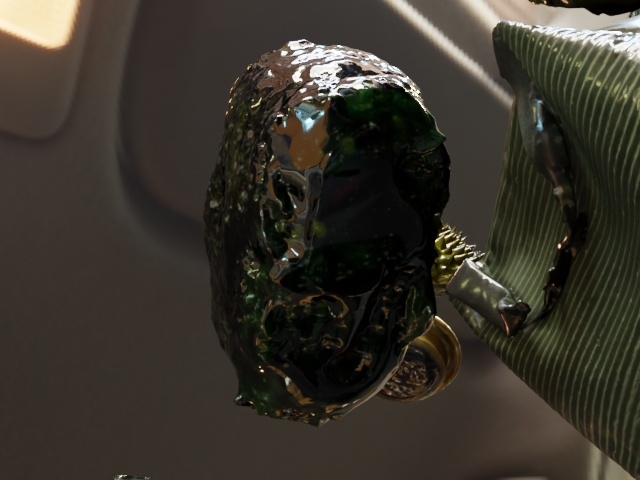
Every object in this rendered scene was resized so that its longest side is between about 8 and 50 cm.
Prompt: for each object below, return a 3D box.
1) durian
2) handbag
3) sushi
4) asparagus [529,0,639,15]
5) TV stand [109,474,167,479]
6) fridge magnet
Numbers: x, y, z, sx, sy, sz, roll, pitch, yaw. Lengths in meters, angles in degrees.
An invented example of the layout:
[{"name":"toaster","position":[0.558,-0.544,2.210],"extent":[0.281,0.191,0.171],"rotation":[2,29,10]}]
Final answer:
[{"name":"durian","position":[0.094,0.014,1.196],"extent":[0.146,0.208,0.103],"rotation":[156,115,-89]},{"name":"handbag","position":[0.241,-0.022,0.934],"extent":[0.247,0.240,0.341],"rotation":[-19,-52,-39]},{"name":"sushi","position":[0.000,0.000,0.781],"extent":[0.127,0.124,0.225],"rotation":[-120,35,-57]},{"name":"asparagus","position":[0.186,-0.201,0.601],"extent":[0.382,0.128,0.108],"rotation":[144,132,-72]},{"name":"TV stand","position":[0.033,0.165,0.611],"extent":[0.088,0.269,0.083],"rotation":[118,156,-65]},{"name":"fridge magnet","position":[0.093,0.137,1.535],"extent":[0.063,0.143,0.143],"rotation":[-79,-32,-52]}]
